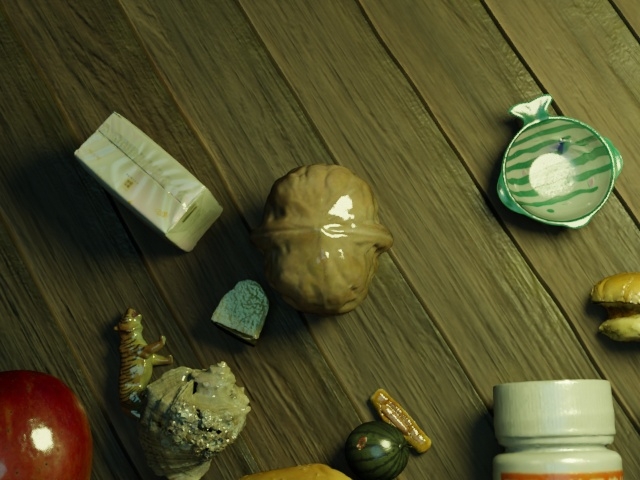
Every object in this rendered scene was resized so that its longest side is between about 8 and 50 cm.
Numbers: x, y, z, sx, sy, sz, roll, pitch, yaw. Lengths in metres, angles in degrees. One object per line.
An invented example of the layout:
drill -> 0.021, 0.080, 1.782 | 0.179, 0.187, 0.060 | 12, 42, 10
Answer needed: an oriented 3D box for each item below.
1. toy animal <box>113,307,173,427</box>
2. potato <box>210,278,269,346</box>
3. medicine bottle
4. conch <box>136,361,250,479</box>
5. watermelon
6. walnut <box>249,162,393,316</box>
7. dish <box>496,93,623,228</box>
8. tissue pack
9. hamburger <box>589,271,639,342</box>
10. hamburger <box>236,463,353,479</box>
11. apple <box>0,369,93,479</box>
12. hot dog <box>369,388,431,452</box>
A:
toy animal -> -0.321, 0.241, 1.813 | 0.099, 0.057, 0.241 | -3, 81, 12
potato -> -0.135, 0.126, 1.807 | 0.096, 0.066, 0.103 | 32, 79, -4
medicine bottle -> 0.386, 0.415, 1.620 | 0.211, 0.211, 0.371 | -3, 80, 6
conch -> -0.227, 0.319, 1.746 | 0.178, 0.163, 0.245 | 23, 99, 12
watermelon -> 0.106, 0.358, 1.708 | 0.133, 0.105, 0.105 | -17, 75, 39
walnut -> 0.001, -0.003, 1.714 | 0.227, 0.273, 0.273 | 28, 83, 11
dish -> 0.414, -0.130, 1.789 | 0.224, 0.078, 0.246 | -19, 79, 2
tissue pack -> -0.305, -0.100, 1.806 | 0.225, 0.185, 0.124 | 39, 82, 11
hamburger -> 0.597, 0.109, 1.699 | 0.262, 0.131, 0.124 | -1, 79, 1
hamburger -> -0.052, 0.501, 1.582 | 0.304, 0.174, 0.284 | -18, 48, 31
apple -> -0.585, 0.417, 1.774 | 0.329, 0.295, 0.364 | -16, 73, 42
hot dog -> 0.138, 0.319, 1.759 | 0.044, 0.028, 0.137 | -43, 79, 4
